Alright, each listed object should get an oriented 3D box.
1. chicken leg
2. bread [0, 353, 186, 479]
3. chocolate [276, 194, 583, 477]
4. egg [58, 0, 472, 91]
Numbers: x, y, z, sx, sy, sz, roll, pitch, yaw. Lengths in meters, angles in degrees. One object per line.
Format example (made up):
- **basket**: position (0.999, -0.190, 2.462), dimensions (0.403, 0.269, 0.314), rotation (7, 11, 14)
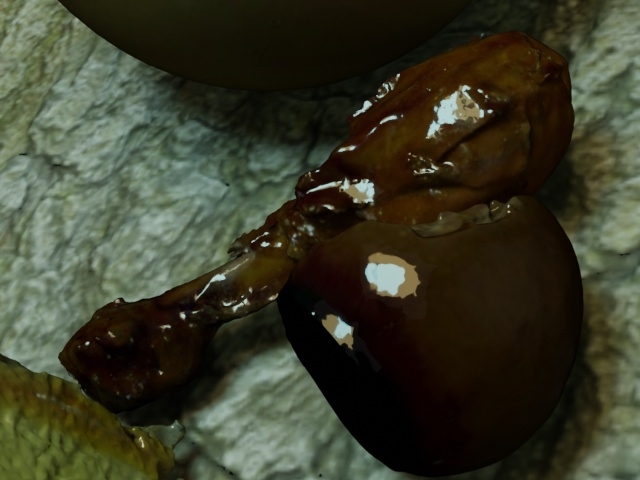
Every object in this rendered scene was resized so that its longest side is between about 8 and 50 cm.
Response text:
- **chicken leg**: position (0.000, 0.000, 0.698), dimensions (0.304, 0.113, 0.093), rotation (-34, 83, 8)
- **bread**: position (-0.145, 0.131, 0.616), dimensions (0.127, 0.152, 0.147), rotation (-23, 47, 18)
- **chocolate**: position (0.060, 0.032, 0.612), dimensions (0.133, 0.127, 0.124), rotation (-34, 10, -13)
- **egg**: position (-0.047, -0.243, 0.780), dimensions (0.301, 0.301, 0.374), rotation (-44, 40, -14)
